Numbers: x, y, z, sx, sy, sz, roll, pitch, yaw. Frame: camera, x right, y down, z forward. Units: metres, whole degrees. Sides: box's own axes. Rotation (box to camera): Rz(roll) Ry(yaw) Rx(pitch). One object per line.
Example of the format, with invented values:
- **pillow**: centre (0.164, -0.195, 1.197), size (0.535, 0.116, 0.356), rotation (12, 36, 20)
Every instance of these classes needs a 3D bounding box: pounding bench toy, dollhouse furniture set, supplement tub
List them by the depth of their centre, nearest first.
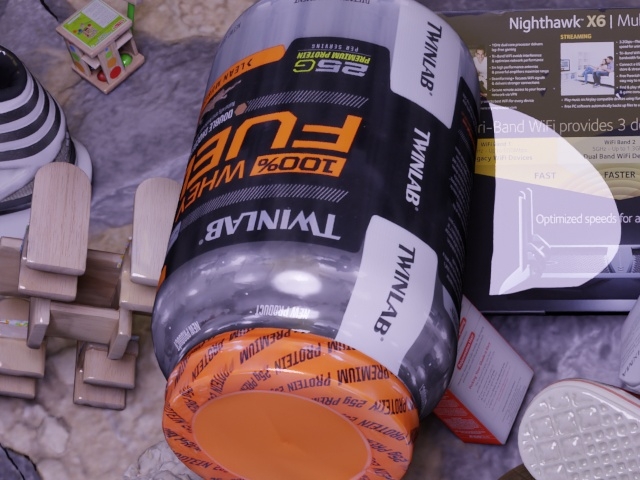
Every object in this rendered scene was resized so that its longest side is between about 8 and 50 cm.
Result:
- **supplement tub**: centre (0.000, 0.000, 1.148), size (0.207, 0.207, 0.338), rotation (1, 50, 10)
- **dollhouse furniture set**: centre (-0.137, 0.018, 1.315), size (0.242, 0.212, 0.161), rotation (9, 56, -15)
- **pounding bench toy**: centre (-0.192, -0.189, 1.539), size (0.052, 0.065, 0.083), rotation (36, 69, 28)

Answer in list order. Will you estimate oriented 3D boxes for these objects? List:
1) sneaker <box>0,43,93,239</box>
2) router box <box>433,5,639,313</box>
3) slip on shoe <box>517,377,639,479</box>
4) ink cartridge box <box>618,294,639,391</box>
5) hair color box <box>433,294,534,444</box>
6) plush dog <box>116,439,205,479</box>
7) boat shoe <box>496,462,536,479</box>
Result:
- **sneaker**: centre (-0.440, -0.100, 1.404), size (0.447, 0.257, 0.169), rotation (-7, 56, 5)
- **router box**: centre (0.238, -0.061, 1.316), size (0.309, 0.081, 0.243), rotation (0, 85, 9)
- **slip on shoe**: centre (0.295, 0.203, 1.180), size (0.331, 0.101, 0.123), rotation (32, 104, 15)
- **ink cartridge box**: centre (0.304, 0.130, 1.159), size (0.189, 0.066, 0.232), rotation (23, 32, 0)
- **hair color box**: centre (0.101, 0.090, 1.263), size (0.043, 0.141, 0.072), rotation (-4, 50, 45)
- **plush dog**: centre (-0.192, 0.262, 1.185), size (0.225, 0.210, 0.262), rotation (-23, 54, 20)
- **boat shoe**: centre (0.139, 0.226, 1.232), size (0.056, 0.048, 0.153), rotation (22, 56, 31)
